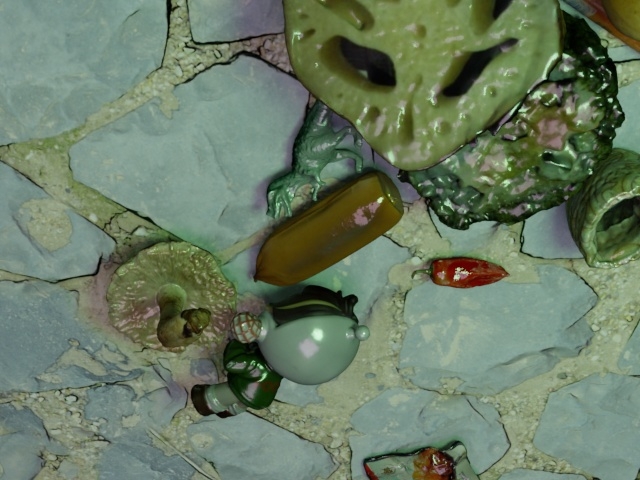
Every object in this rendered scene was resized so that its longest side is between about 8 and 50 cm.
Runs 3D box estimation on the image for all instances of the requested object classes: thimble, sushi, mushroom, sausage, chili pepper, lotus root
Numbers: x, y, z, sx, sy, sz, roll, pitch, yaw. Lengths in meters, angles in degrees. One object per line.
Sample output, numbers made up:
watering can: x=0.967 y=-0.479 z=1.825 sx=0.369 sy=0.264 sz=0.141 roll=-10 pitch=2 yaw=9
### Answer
thimble: x=0.482 y=-0.048 z=1.524 sx=0.137 sy=0.143 sz=0.190 roll=24 pitch=121 yaw=-14
sushi: x=0.286 y=-0.178 z=1.426 sx=0.351 sy=0.178 sz=0.294 roll=-19 pitch=122 yaw=15
mushroom: x=-0.278 y=0.113 z=1.578 sx=0.233 sy=0.301 sz=0.208 roll=-38 pitch=82 yaw=9
sausage: x=-0.004 y=-0.004 z=1.593 sx=0.328 sy=0.112 sz=0.112 roll=-32 pitch=117 yaw=23
sausage: x=0.468 y=-0.329 z=1.395 sx=0.347 sy=0.053 sz=0.053 roll=28 pitch=119 yaw=-15
chili pepper: x=0.253 y=0.056 z=1.654 sx=0.191 sy=0.050 sz=0.059 roll=2 pitch=121 yaw=-14
lotus root: x=0.137 y=-0.283 z=1.262 sx=0.390 sy=0.111 sz=0.375 roll=5 pitch=94 yaw=10

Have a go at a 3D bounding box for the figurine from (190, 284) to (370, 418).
figurine: x=-0.073 y=0.211 z=1.667 sx=0.370 sy=0.167 sz=0.281 roll=-35 pitch=147 yaw=22

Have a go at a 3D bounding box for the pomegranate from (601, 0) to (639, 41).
pomegranate: x=0.495 y=-0.381 z=1.266 sx=0.233 sy=0.233 sz=0.233 roll=1 pitch=123 yaw=1

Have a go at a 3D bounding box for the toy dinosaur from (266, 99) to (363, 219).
toy dinosaur: x=0.037 y=-0.180 z=1.499 sx=0.129 sy=0.076 sz=0.383 roll=27 pitch=109 yaw=-10

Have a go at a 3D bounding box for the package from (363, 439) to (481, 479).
package: x=0.219 y=0.503 z=1.952 sx=0.231 sy=0.040 sz=0.166 roll=-14 pitch=122 yaw=12
